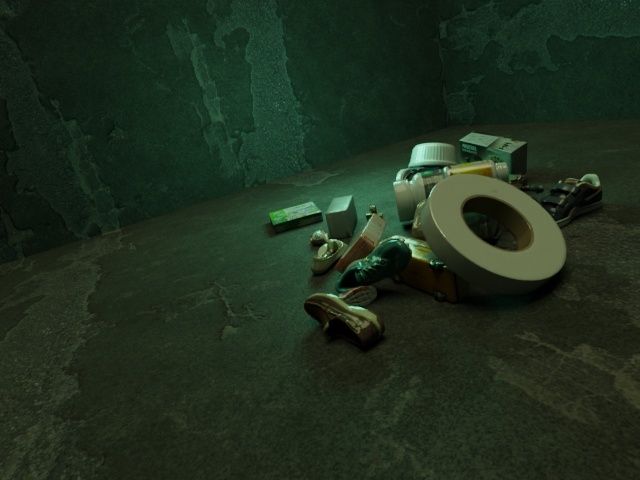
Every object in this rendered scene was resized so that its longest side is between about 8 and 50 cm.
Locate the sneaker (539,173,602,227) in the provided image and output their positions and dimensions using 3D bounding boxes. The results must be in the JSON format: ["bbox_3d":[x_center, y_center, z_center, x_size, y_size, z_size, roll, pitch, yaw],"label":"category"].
[{"bbox_3d":[0.835,-0.137,1.441,0.321,0.127,0.126,-22,22,-20],"label":"sneaker"}]

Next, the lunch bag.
[{"bbox_3d":[0.456,-0.067,1.385,0.236,0.168,0.287,-2,11,31],"label":"lunch bag"}]

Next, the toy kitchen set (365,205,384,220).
[{"bbox_3d":[0.228,-0.111,1.859,0.083,0.068,0.075,0,24,35],"label":"toy kitchen set"}]

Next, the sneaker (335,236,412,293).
[{"bbox_3d":[0.152,0.087,1.211,0.275,0.107,0.110,-39,-7,38],"label":"sneaker"}]

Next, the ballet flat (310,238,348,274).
[{"bbox_3d":[0.038,0.040,1.546,0.086,0.086,0.248,-3,22,28],"label":"ballet flat"}]

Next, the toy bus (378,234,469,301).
[{"bbox_3d":[0.305,0.073,1.237,0.130,0.108,0.333,-21,20,-25],"label":"toy bus"}]

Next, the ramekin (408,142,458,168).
[{"bbox_3d":[0.633,-0.460,2.328,0.273,0.127,0.273,4,1,0],"label":"ramekin"}]

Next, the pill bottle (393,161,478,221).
[{"bbox_3d":[0.488,-0.188,1.691,0.362,0.204,0.204,-10,20,10],"label":"pill bottle"}]

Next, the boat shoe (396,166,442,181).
[{"bbox_3d":[0.521,-0.325,2.155,0.158,0.127,0.341,-2,18,35],"label":"boat shoe"}]

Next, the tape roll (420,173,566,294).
[{"bbox_3d":[0.467,-0.031,1.139,0.393,0.072,0.391,8,48,-9],"label":"tape roll"}]

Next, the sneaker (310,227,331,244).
[{"bbox_3d":[0.000,0.000,1.746,0.075,0.057,0.161,-33,23,-4],"label":"sneaker"}]

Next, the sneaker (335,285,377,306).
[{"bbox_3d":[0.084,0.163,1.210,0.158,0.061,0.065,-16,12,-10],"label":"sneaker"}]

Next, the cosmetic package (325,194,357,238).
[{"bbox_3d":[0.097,-0.107,1.852,0.107,0.127,0.238,-7,18,17],"label":"cosmetic package"}]

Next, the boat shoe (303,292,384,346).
[{"bbox_3d":[0.036,0.204,1.076,0.258,0.095,0.095,8,34,46],"label":"boat shoe"}]

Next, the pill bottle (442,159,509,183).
[{"bbox_3d":[0.561,-0.226,1.515,0.215,0.117,0.117,-7,20,12],"label":"pill bottle"}]

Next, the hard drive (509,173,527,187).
[{"bbox_3d":[0.733,-0.256,1.930,0.237,0.064,0.339,-21,20,-21],"label":"hard drive"}]

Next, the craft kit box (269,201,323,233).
[{"bbox_3d":[-0.132,-0.122,2.161,0.250,0.060,0.246,-16,17,-8],"label":"craft kit box"}]

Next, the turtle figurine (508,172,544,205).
[{"bbox_3d":[0.706,-0.153,1.510,0.175,0.118,0.234,-44,5,28],"label":"turtle figurine"}]

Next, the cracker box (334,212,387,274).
[{"bbox_3d":[0.143,0.014,1.443,0.155,0.067,0.232,-52,0,29],"label":"cracker box"}]

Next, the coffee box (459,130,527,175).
[{"bbox_3d":[0.832,-0.409,2.021,0.119,0.168,0.297,-32,38,-19],"label":"coffee box"}]
